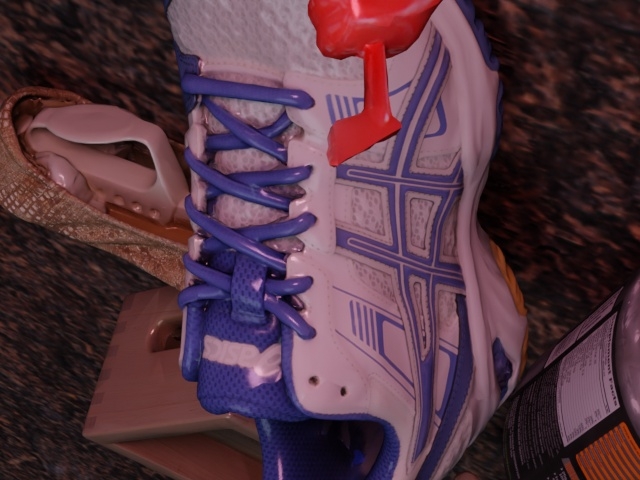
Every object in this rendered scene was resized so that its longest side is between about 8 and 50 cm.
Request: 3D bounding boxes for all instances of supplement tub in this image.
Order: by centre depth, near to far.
[{"bbox_3d":[0.150,0.063,0.695,0.117,0.117,0.190,27,156,-3],"label":"supplement tub"}]

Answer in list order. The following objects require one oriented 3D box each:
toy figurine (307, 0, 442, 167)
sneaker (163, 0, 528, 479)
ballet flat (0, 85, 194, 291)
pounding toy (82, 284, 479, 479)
[{"bbox_3d":[-0.112,-0.147,0.460,0.363,0.191,0.217,30,161,-6],"label":"toy figurine"},{"bbox_3d":[0.000,0.000,0.663,0.112,0.131,0.296,11,138,35],"label":"sneaker"},{"bbox_3d":[-0.061,-0.018,0.812,0.206,0.073,0.067,17,141,12],"label":"ballet flat"},{"bbox_3d":[0.021,0.089,0.925,0.206,0.094,0.181,30,153,-32],"label":"pounding toy"}]
